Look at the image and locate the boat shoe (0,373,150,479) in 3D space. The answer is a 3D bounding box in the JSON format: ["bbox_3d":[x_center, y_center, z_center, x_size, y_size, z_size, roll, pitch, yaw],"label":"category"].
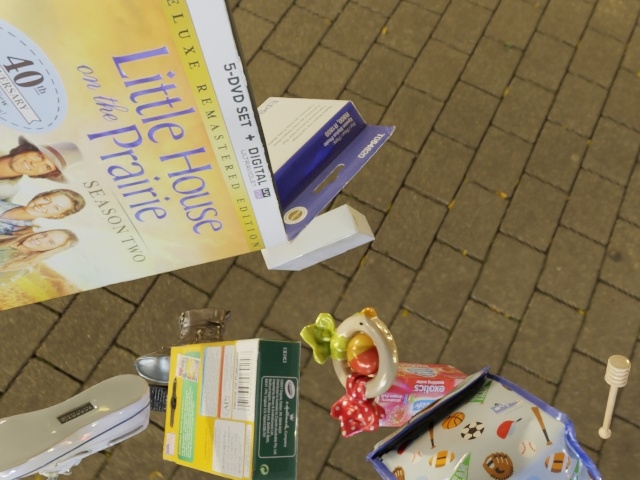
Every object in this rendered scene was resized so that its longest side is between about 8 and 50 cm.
[{"bbox_3d":[-0.486,0.388,1.233,0.367,0.156,0.136,-22,36,-37],"label":"boat shoe"}]

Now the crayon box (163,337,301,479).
[{"bbox_3d":[-0.152,0.269,1.085,0.083,0.323,0.203,10,75,-34],"label":"crayon box"}]

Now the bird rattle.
[{"bbox_3d":[0.071,0.248,1.323,0.143,0.207,0.253,5,52,-35],"label":"bird rattle"}]

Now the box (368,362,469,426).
[{"bbox_3d":[0.237,0.380,1.642,0.256,0.122,0.128,7,95,-19],"label":"box"}]

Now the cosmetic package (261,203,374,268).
[{"bbox_3d":[0.000,0.000,2.057,0.284,0.377,0.097,-25,82,9],"label":"cosmetic package"}]

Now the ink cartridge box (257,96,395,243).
[{"bbox_3d":[-0.054,-0.103,0.848,0.224,0.045,0.223,14,53,43],"label":"ink cartridge box"}]

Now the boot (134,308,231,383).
[{"bbox_3d":[-0.363,0.270,1.790,0.263,0.091,0.229,-5,29,-11],"label":"boot"}]

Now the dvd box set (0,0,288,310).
[{"bbox_3d":[-0.250,-0.050,0.486,0.420,0.308,0.062,-13,57,-2],"label":"dvd box set"}]

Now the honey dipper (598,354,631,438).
[{"bbox_3d":[0.429,0.237,0.982,0.030,0.161,0.030,-4,35,3],"label":"honey dipper"}]

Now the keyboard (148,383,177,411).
[{"bbox_3d":[-0.429,0.443,1.813,0.100,0.192,0.038,7,58,-12],"label":"keyboard"}]

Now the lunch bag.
[{"bbox_3d":[0.291,0.431,1.318,0.328,0.385,0.239,-34,107,-9],"label":"lunch bag"}]
